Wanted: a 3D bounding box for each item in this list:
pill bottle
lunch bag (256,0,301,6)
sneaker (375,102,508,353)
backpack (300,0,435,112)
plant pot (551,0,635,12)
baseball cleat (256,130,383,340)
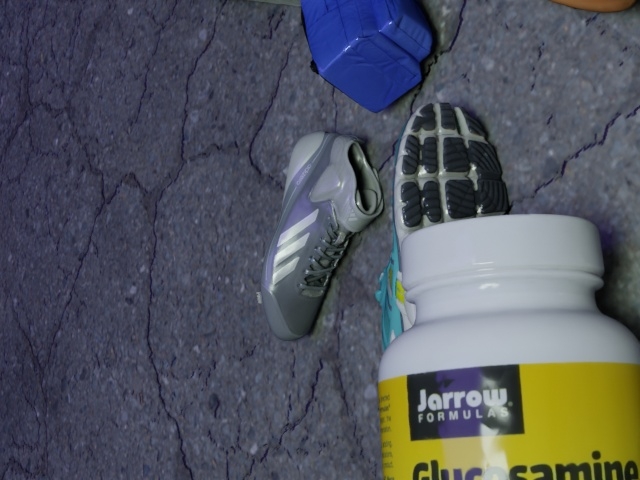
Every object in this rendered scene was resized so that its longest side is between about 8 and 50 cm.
[{"bbox_3d":[0.135,0.159,0.786,0.188,0.188,0.334,-18,71,49],"label":"pill bottle"},{"bbox_3d":[-0.079,-0.368,1.159,0.287,0.169,0.235,16,94,44],"label":"lunch bag"},{"bbox_3d":[0.083,0.022,0.949,0.110,0.107,0.275,-6,80,61],"label":"sneaker"},{"bbox_3d":[0.042,-0.193,1.036,0.101,0.098,0.120,-34,47,19],"label":"backpack"},{"bbox_3d":[0.142,-0.323,0.802,0.291,0.291,0.203,34,95,49],"label":"plant pot"},{"bbox_3d":[0.000,0.000,1.077,0.109,0.072,0.206,11,97,45],"label":"baseball cleat"}]
